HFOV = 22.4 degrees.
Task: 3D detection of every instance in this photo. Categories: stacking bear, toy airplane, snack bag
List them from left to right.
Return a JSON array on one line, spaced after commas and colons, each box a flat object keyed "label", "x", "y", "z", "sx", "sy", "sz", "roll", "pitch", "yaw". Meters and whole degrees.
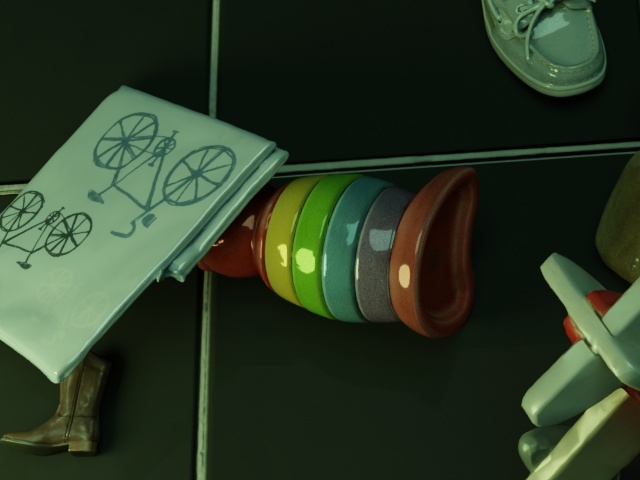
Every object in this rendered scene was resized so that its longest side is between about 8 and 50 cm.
[{"label": "snack bag", "x": -0.234, "y": -0.013, "z": 1.720, "sx": 0.342, "sy": 0.037, "sz": 0.323, "roll": -49, "pitch": 39, "yaw": -15}, {"label": "stacking bear", "x": 0.000, "y": 0.000, "z": 1.682, "sx": 0.289, "sy": 0.164, "sz": 0.175, "roll": 9, "pitch": 109, "yaw": 26}, {"label": "toy airplane", "x": 0.338, "y": 0.110, "z": 1.468, "sx": 0.386, "sy": 0.384, "sz": 0.272, "roll": -9, "pitch": 32, "yaw": -1}]

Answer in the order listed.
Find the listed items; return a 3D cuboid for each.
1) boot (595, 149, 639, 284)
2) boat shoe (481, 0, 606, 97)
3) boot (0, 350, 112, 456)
[{"label": "boot", "x": 0.377, "y": -0.094, "z": 1.651, "sx": 0.115, "sy": 0.112, "sz": 0.305, "roll": 30, "pitch": 101, "yaw": 34}, {"label": "boat shoe", "x": 0.233, "y": -0.303, "z": 1.830, "sx": 0.118, "sy": 0.103, "sz": 0.320, "roll": -17, "pitch": 62, "yaw": 0}, {"label": "boot", "x": -0.278, "y": 0.169, "z": 1.704, "sx": 0.106, "sy": 0.037, "sz": 0.114, "roll": 5, "pitch": 67, "yaw": -3}]
